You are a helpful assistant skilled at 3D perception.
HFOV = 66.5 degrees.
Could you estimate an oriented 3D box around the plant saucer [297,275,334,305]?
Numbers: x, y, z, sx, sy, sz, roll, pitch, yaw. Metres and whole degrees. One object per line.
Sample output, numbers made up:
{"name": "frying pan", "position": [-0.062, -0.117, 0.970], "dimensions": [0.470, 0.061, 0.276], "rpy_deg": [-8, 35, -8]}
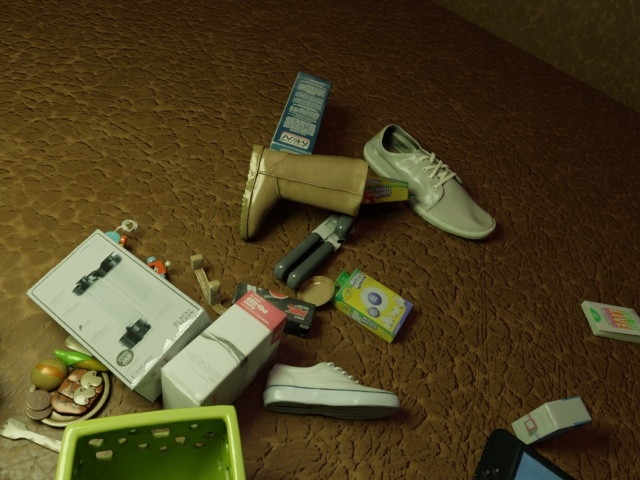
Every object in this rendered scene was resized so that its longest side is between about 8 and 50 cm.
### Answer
{"name": "plant saucer", "position": [-0.009, 0.115, 1.078], "dimensions": [0.083, 0.015, 0.083], "rpy_deg": [-8, 45, 9]}

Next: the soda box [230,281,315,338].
{"name": "soda box", "position": [-0.099, 0.145, 1.013], "dimensions": [0.168, 0.053, 0.060], "rpy_deg": [17, 47, -4]}

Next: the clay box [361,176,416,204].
{"name": "clay box", "position": [0.131, -0.134, 1.293], "dimensions": [0.221, 0.053, 0.127], "rpy_deg": [-8, 17, -24]}

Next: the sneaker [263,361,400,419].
{"name": "sneaker", "position": [0.024, 0.274, 0.912], "dimensions": [0.257, 0.094, 0.091], "rpy_deg": [9, 52, -9]}

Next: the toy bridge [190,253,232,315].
{"name": "toy bridge", "position": [-0.216, 0.109, 0.996], "dimensions": [0.026, 0.063, 0.188], "rpy_deg": [-18, 48, -32]}

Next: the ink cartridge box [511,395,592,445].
{"name": "ink cartridge box", "position": [0.451, 0.358, 0.961], "dimensions": [0.088, 0.122, 0.052], "rpy_deg": [-3, 55, -20]}

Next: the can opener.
{"name": "can opener", "position": [0.000, 0.000, 1.142], "dimensions": [0.076, 0.095, 0.283], "rpy_deg": [34, 42, 13]}

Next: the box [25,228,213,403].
{"name": "box", "position": [-0.347, 0.124, 0.859], "dimensions": [0.289, 0.087, 0.169], "rpy_deg": [30, 65, 21]}

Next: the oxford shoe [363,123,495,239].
{"name": "oxford shoe", "position": [0.306, -0.171, 1.375], "dimensions": [0.449, 0.130, 0.169], "rpy_deg": [44, 49, 19]}

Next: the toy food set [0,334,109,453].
{"name": "toy food set", "position": [-0.428, 0.248, 0.823], "dimensions": [0.132, 0.039, 0.192], "rpy_deg": [20, 47, -1]}

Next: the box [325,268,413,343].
{"name": "box", "position": [0.107, 0.137, 1.096], "dimensions": [0.179, 0.043, 0.105], "rpy_deg": [31, 48, 12]}

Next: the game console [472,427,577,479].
{"name": "game console", "position": [0.416, 0.471, 0.816], "dimensions": [0.293, 0.173, 0.250], "rpy_deg": [34, 49, 12]}

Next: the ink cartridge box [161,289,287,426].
{"name": "ink cartridge box", "position": [-0.167, 0.215, 0.856], "dimensions": [0.092, 0.159, 0.218], "rpy_deg": [33, 48, 15]}

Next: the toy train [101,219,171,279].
{"name": "toy train", "position": [-0.396, 0.039, 1.016], "dimensions": [0.125, 0.046, 0.166], "rpy_deg": [-24, 64, -35]}

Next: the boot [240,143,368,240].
{"name": "boot", "position": [-0.041, -0.094, 1.129], "dimensions": [0.269, 0.236, 0.089], "rpy_deg": [11, 8, -4]}

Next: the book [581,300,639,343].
{"name": "book", "position": [0.756, 0.209, 1.257], "dimensions": [0.144, 0.035, 0.096], "rpy_deg": [9, 44, -8]}

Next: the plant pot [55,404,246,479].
{"name": "plant pot", "position": [-0.223, 0.379, 0.662], "dimensions": [0.227, 0.207, 0.228], "rpy_deg": [0, 51, -18]}

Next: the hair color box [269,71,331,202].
{"name": "hair color box", "position": [-0.063, -0.285, 1.320], "dimensions": [0.105, 0.174, 0.347], "rpy_deg": [17, 47, -5]}
